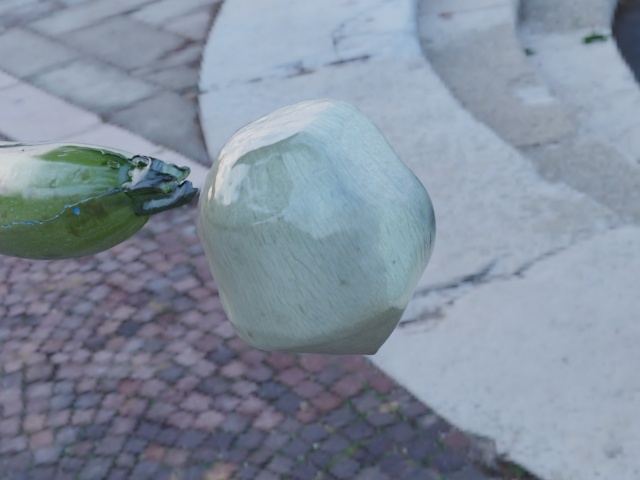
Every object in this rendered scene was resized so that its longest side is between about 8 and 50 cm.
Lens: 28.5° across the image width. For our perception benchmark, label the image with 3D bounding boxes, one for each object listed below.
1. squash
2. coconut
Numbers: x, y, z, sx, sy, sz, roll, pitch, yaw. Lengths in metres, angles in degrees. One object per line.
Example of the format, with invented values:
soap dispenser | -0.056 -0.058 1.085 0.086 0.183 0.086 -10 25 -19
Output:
squash | -0.212 -0.029 0.954 0.341 0.094 0.094 5 32 43
coconut | 0.000 0.000 1.050 0.224 0.224 0.224 -9 29 5
